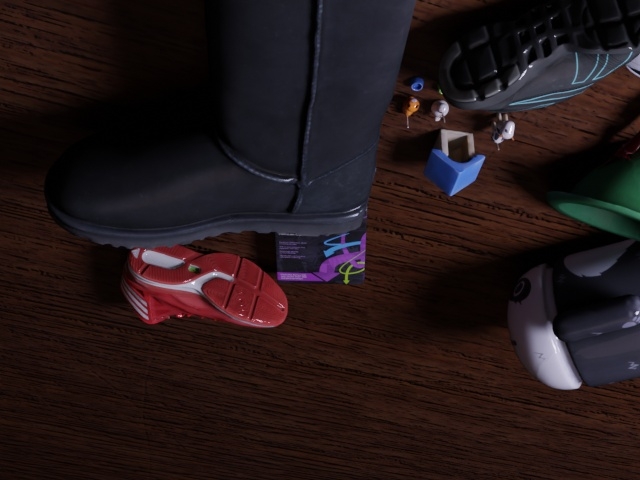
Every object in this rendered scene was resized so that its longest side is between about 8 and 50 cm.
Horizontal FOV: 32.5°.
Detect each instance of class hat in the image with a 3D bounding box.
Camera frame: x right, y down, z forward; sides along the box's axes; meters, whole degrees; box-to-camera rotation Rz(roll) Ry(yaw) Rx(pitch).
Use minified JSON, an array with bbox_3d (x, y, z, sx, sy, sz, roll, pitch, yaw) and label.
[{"bbox_3d":[0.376,-0.102,1.245,0.173,0.183,0.208,21,177,-25],"label":"hat"}]

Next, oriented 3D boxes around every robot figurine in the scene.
[{"bbox_3d":[0.373,0.086,1.375,0.278,0.173,0.209,-17,137,22],"label":"robot figurine"}]

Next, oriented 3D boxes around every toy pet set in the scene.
[{"bbox_3d":[0.146,-0.109,1.201,0.122,0.065,0.114,7,143,-7],"label":"toy pet set"}]

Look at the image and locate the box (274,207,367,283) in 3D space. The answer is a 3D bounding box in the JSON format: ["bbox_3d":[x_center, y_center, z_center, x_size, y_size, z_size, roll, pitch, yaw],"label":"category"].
[{"bbox_3d":[0.000,0.000,1.383,0.116,0.029,0.162,0,142,1],"label":"box"}]

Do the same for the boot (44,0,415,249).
[{"bbox_3d":[-0.096,-0.174,1.046,0.367,0.146,0.445,-4,148,-10],"label":"boot"}]

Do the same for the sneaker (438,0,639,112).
[{"bbox_3d":[0.249,-0.197,1.079,0.267,0.101,0.106,-18,161,23],"label":"sneaker"}]

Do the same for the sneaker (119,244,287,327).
[{"bbox_3d":[-0.160,0.072,1.459,0.221,0.087,0.128,25,147,-11],"label":"sneaker"}]

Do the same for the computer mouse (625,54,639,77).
[{"bbox_3d":[0.393,-0.170,1.103,0.193,0.042,0.106,15,108,-16],"label":"computer mouse"}]
